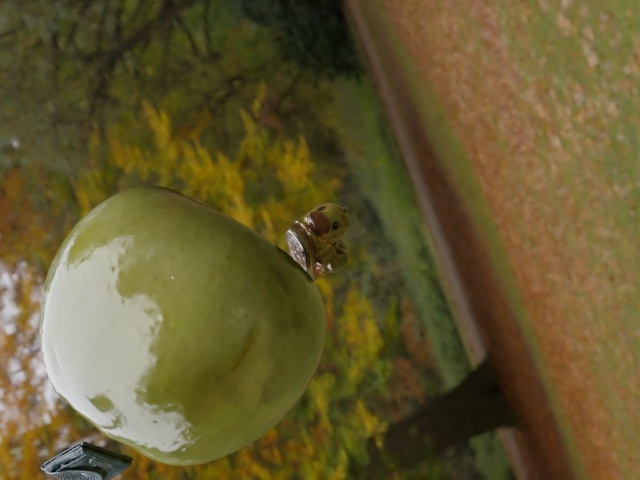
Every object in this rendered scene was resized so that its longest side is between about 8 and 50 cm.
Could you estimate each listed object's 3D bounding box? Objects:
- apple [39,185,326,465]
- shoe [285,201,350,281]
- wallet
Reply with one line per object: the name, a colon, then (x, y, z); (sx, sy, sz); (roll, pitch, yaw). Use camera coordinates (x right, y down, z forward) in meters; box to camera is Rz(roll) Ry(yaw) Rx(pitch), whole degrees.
apple: (-0.157, 0.086, 1.388); (0.295, 0.258, 0.233); (32, 176, 19)
shoe: (-0.001, -0.001, 1.472); (0.072, 0.069, 0.109); (45, 156, 43)
wallet: (-0.351, 0.342, 2.019); (0.129, 0.088, 0.026); (35, -151, -54)
